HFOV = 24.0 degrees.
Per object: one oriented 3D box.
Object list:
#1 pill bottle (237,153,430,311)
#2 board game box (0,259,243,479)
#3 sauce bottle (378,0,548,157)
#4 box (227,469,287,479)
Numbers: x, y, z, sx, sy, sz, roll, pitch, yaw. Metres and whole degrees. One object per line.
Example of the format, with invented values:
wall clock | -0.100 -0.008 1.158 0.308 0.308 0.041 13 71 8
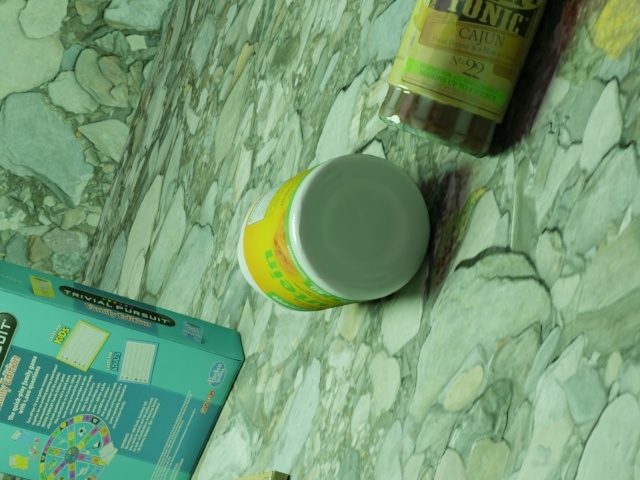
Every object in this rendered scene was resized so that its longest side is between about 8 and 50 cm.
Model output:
pill bottle | 0.000 0.000 1.480 0.245 0.136 0.136 161 125 -69
board game box | -0.299 0.187 1.886 0.079 0.336 0.254 -108 39 -63
sauce bottle | 0.152 -0.247 1.298 0.111 0.111 0.344 -142 70 -72
box | -0.091 0.350 1.608 0.164 0.021 0.201 150 135 -66
